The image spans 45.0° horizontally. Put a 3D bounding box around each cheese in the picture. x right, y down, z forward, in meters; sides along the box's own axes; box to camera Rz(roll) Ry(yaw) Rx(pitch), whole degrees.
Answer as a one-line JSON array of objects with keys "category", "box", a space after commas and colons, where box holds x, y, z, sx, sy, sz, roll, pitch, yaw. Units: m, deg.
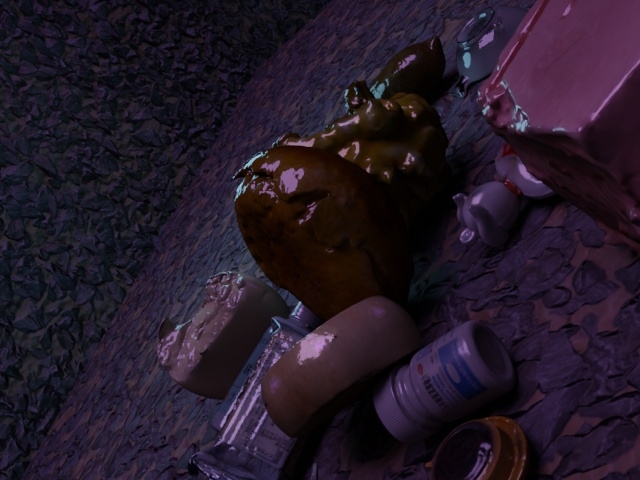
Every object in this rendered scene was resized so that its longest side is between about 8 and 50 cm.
[{"category": "cheese", "box": [-0.185, 0.192, 1.557, 0.266, 0.233, 0.127, -53, 31, 4]}]

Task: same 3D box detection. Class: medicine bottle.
[{"category": "medicine bottle", "box": [0.160, 0.186, 1.010, 0.168, 0.105, 0.105, -39, 24, 30]}, {"category": "medicine bottle", "box": [-0.066, 0.214, 1.423, 0.352, 0.110, 0.110, -58, 22, -17]}]

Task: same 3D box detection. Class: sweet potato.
[{"category": "sweet potato", "box": [0.154, -0.331, 1.854, 0.422, 0.130, 0.131, -39, 24, 44]}]

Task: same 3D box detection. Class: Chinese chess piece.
[{"category": "Chinese chess piece", "box": [0.030, 0.182, 1.120, 0.250, 0.097, 0.251, -33, -16, -11]}]

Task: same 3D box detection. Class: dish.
[{"category": "dish", "box": [0.347, -0.427, 1.665, 0.246, 0.078, 0.224, -51, 22, 4]}]

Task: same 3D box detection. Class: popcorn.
[{"category": "popcorn", "box": [0.101, -0.128, 1.454, 0.290, 0.321, 0.326, 35, 115, 30]}]

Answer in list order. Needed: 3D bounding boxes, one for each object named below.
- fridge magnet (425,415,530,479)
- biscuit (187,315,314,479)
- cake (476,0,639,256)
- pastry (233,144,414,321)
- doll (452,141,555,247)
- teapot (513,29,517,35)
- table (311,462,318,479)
[{"category": "fridge magnet", "box": [0.180, 0.264, 0.895, 0.143, 0.063, 0.143, -46, 18, 20]}, {"category": "biscuit", "box": [-0.072, 0.275, 1.284, 0.309, 0.186, 0.079, -63, -21, -24]}, {"category": "cake", "box": [0.375, -0.139, 0.812, 0.293, 0.306, 0.314, -52, 20, 4]}, {"category": "pastry", "box": [0.000, 0.000, 1.291, 0.164, 0.356, 0.356, -41, 13, -30]}, {"category": "doll", "box": [0.347, -0.139, 1.180, 0.384, 0.099, 0.188, -46, 29, 4]}, {"category": "teapot", "box": [0.397, -0.257, 1.035, 0.318, 0.220, 0.149, -44, 12, -8]}, {"category": "table", "box": [-0.011, 0.397, 0.965, 0.166, 0.166, 0.198, -44, 14, 18]}]
